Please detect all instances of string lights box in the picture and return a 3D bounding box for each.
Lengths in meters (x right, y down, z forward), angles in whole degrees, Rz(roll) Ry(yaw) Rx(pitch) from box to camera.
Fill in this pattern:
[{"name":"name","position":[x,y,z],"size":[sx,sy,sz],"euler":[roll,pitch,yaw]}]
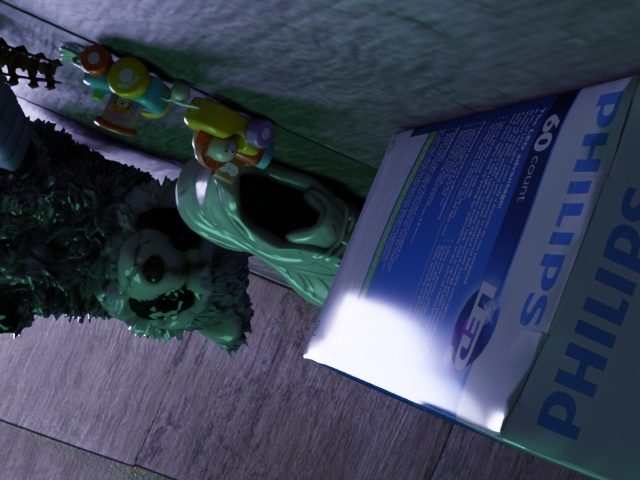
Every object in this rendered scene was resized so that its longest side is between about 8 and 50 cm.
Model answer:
[{"name":"string lights box","position":[0.079,0.016,0.528],"size":[0.077,0.133,0.260],"euler":[24,175,-14]}]

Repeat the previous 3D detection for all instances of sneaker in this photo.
[{"name":"sneaker","position":[0.000,0.000,0.971],"size":[0.232,0.090,0.115],"euler":[23,171,-20]}]

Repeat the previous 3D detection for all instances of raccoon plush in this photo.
[{"name":"raccoon plush","position":[-0.209,-0.039,1.348],"size":[0.299,0.216,0.446],"euler":[9,-154,-8]}]

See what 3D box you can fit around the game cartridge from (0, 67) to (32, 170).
[{"name":"game cartridge","position":[-0.425,-0.161,0.991],"size":[0.355,0.068,0.230],"euler":[19,170,1]}]

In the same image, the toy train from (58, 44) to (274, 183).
[{"name":"toy train","position":[-0.098,-0.075,0.810],"size":[0.166,0.046,0.125],"euler":[24,174,-25]}]

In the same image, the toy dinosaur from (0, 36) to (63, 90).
[{"name":"toy dinosaur","position":[-0.307,-0.134,0.738],"size":[0.322,0.164,0.218],"euler":[-19,-143,-32]}]
